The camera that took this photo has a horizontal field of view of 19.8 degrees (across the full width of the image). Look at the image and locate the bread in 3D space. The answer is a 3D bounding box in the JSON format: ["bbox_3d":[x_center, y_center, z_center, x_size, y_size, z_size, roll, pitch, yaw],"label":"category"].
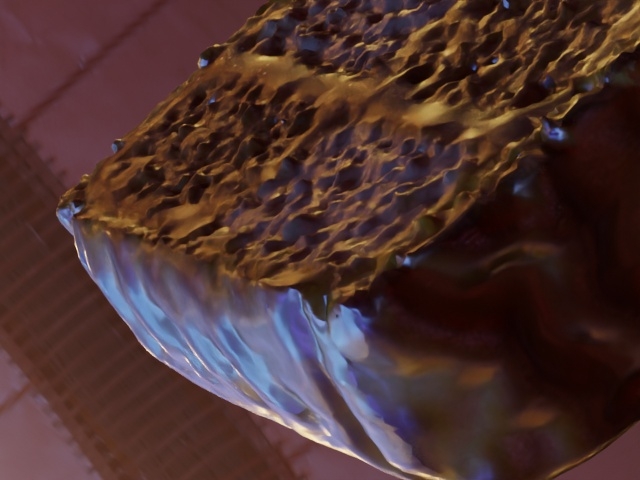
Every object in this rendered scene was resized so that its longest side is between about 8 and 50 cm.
[{"bbox_3d":[0.034,-0.020,0.542,0.181,0.222,0.096,-45,-63,-17],"label":"bread"}]
